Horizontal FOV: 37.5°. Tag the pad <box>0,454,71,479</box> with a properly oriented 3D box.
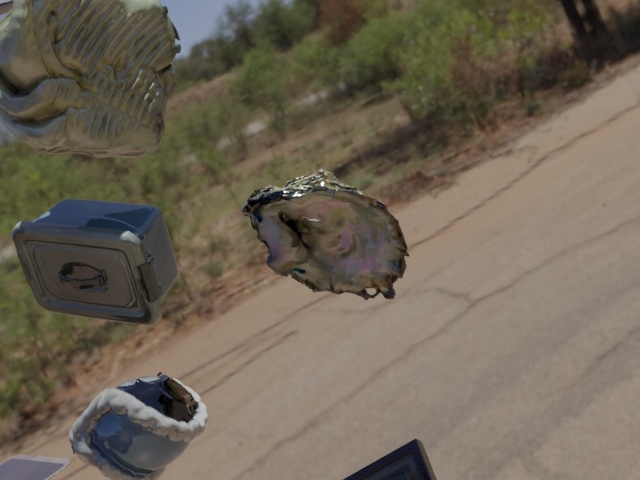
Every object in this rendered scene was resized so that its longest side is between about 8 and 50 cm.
[{"bbox_3d":[-0.539,0.414,1.587,0.176,0.002,0.266,-34,14,-39],"label":"pad"}]

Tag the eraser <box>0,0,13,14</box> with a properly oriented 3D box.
[{"bbox_3d":[-0.586,-0.374,1.385,0.243,0.204,0.059,-45,-3,-42],"label":"eraser"}]

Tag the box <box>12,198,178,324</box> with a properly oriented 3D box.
[{"bbox_3d":[-0.329,0.029,1.401,0.227,0.162,0.130,4,35,21],"label":"box"}]

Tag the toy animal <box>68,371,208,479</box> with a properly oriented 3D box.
[{"bbox_3d":[-0.304,0.328,1.605,0.204,0.156,0.208,-50,-19,13],"label":"toy animal"}]

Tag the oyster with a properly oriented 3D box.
[{"bbox_3d":[0.003,-0.004,1.393,0.260,0.198,0.092,9,33,4],"label":"oyster"}]

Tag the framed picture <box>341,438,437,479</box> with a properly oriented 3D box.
[{"bbox_3d":[0.097,0.387,1.388,0.168,0.023,0.128,-34,51,18],"label":"framed picture"}]

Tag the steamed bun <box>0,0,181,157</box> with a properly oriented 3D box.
[{"bbox_3d":[-0.362,-0.249,1.376,0.280,0.267,0.207,-3,-2,-42],"label":"steamed bun"}]
